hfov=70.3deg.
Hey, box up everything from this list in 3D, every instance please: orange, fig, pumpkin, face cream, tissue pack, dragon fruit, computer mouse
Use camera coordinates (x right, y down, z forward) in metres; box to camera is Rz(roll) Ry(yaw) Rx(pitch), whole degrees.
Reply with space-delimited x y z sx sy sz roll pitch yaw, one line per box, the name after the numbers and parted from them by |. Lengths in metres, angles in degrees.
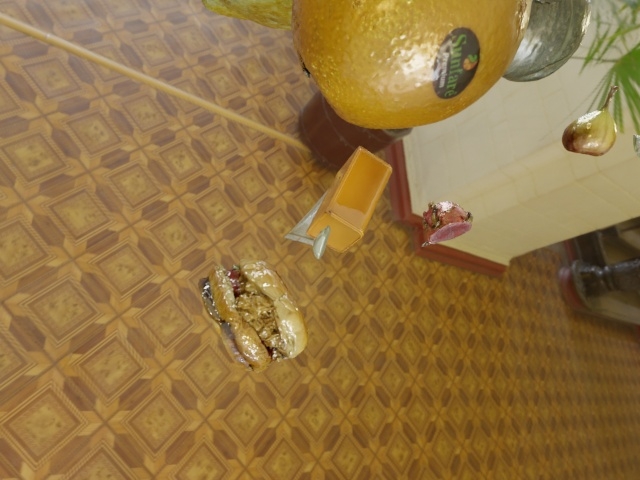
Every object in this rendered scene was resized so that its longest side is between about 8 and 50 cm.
0.098 -0.264 0.534 0.275 0.274 0.273 19 59 -35 | orange
0.916 -0.375 1.499 0.161 0.230 0.143 15 58 -5 | fig
0.493 -0.558 1.144 0.328 0.257 0.291 9 47 -16 | pumpkin
0.013 -0.112 1.732 0.341 0.138 0.084 -50 138 -29 | face cream
0.093 -0.125 1.457 0.145 0.194 0.274 32 64 -9 | tissue pack
0.561 -0.088 2.093 0.211 0.282 0.146 10 58 -41 | dragon fruit
0.000 0.000 1.254 0.032 0.110 0.056 23 35 9 | computer mouse

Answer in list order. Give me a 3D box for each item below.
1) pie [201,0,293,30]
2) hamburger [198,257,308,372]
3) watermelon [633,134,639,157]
-0.131 -0.713 1.304 0.396 0.418 0.180 5 98 -24 | pie
-0.136 0.149 0.949 0.163 0.244 0.244 -30 92 -8 | hamburger
0.900 -0.216 1.168 0.187 0.070 0.139 12 19 -4 | watermelon
